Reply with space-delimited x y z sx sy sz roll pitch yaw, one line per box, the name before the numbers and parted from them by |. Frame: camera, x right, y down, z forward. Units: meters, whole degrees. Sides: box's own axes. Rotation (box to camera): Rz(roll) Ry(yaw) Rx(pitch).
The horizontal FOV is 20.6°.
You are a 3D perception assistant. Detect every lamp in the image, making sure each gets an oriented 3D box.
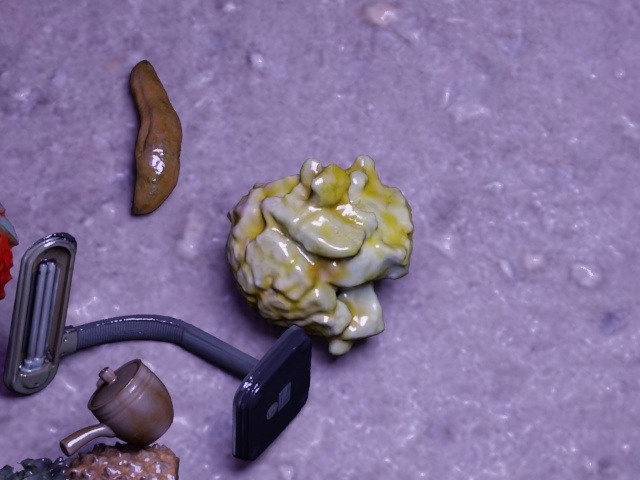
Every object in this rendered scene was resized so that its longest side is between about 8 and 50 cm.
lamp | -0.150 0.084 1.680 0.283 0.203 0.124 16 47 9

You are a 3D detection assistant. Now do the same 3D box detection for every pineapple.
pineapple | -0.272 0.230 1.646 0.277 0.119 0.130 4 52 -4

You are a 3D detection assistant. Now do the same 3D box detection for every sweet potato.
sweet potato | -0.172 -0.114 1.843 0.053 0.054 0.182 1 63 -12

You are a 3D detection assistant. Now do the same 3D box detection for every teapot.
teapot | -0.192 0.163 1.618 0.110 0.085 0.080 -47 108 -20

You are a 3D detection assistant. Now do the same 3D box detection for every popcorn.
popcorn | 0.001 0.001 1.728 0.187 0.185 0.167 -51 51 8

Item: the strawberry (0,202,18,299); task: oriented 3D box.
strawberry | -0.407 0.025 1.749 0.236 0.111 0.190 -35 81 8
